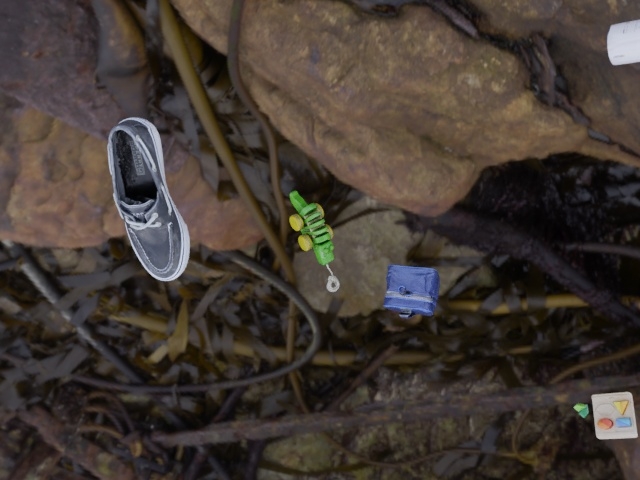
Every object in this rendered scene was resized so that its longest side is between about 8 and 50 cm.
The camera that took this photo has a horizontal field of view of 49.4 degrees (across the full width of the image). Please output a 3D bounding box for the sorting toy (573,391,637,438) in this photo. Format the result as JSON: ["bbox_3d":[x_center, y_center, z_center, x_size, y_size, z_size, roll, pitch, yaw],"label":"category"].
[{"bbox_3d":[0.398,0.247,0.978,0.083,0.062,0.012,-17,157,41],"label":"sorting toy"}]

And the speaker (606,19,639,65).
[{"bbox_3d":[0.441,-0.259,0.882,0.136,0.055,0.055,1,133,40],"label":"speaker"}]

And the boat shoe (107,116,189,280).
[{"bbox_3d":[-0.306,-0.061,1.217,0.108,0.102,0.301,-5,108,6],"label":"boat shoe"}]

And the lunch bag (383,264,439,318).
[{"bbox_3d":[0.119,0.070,0.909,0.067,0.065,0.098,5,173,15],"label":"lunch bag"}]

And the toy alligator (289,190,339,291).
[{"bbox_3d":[0.000,0.000,1.186,0.051,0.056,0.189,-13,102,61],"label":"toy alligator"}]
